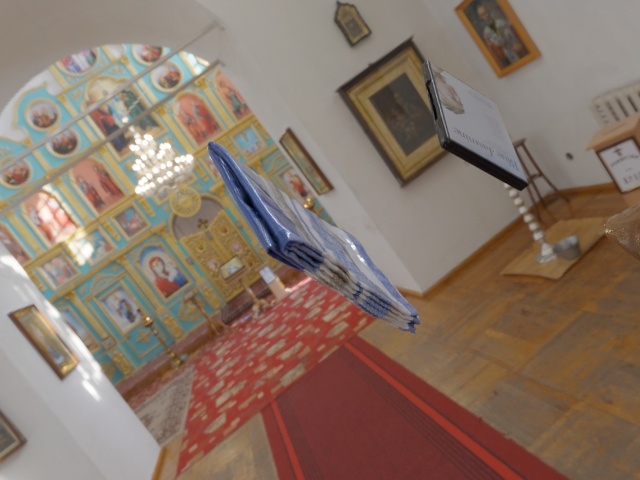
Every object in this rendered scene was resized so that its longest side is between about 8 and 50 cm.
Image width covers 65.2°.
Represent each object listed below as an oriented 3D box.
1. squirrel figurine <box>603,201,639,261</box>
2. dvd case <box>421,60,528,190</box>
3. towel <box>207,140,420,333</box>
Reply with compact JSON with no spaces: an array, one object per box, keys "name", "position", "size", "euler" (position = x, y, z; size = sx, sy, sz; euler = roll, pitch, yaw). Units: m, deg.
[{"name":"squirrel figurine","position":[0.608,-0.091,0.681],"size":[0.396,0.281,0.371],"euler":[-2,-53,-50]},{"name":"dvd case","position":[0.268,-0.210,0.889],"size":[0.022,0.180,0.253],"euler":[-48,29,40]},{"name":"towel","position":[0.000,0.000,0.602],"size":[0.034,0.285,0.209],"euler":[-46,47,10]}]
